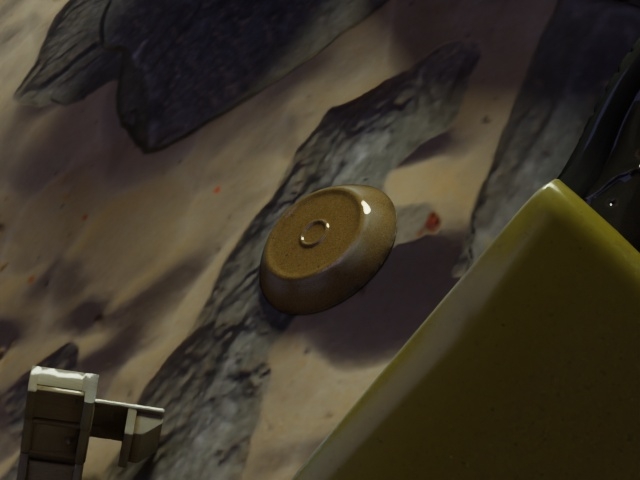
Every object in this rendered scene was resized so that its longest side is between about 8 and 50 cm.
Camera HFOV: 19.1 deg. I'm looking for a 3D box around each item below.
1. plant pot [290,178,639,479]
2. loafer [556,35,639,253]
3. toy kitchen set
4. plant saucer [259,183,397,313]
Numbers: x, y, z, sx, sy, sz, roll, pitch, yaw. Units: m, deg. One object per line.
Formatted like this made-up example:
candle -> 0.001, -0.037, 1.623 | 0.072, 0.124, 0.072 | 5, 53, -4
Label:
plant pot -> 0.086, 0.147, 0.605 | 0.187, 0.212, 0.212 | 38, 79, 20
loafer -> 0.146, -0.015, 0.841 | 0.078, 0.080, 0.220 | 30, 71, 16
toy kitchen set -> -0.115, 0.118, 0.927 | 0.068, 0.083, 0.075 | 8, 47, -7
plant saucer -> 0.000, 0.000, 0.982 | 0.083, 0.015, 0.083 | -23, 41, 22
